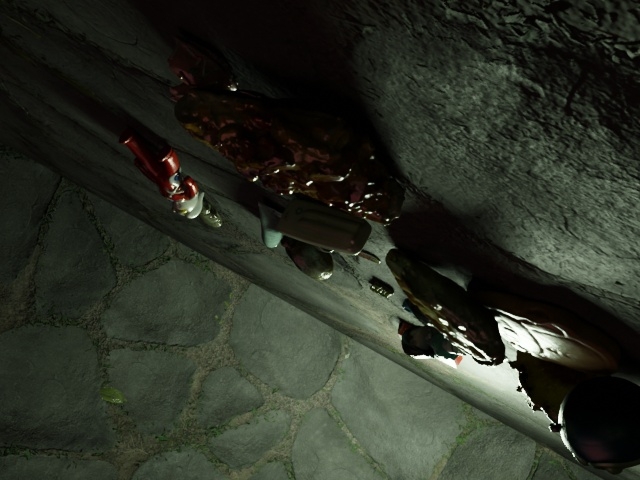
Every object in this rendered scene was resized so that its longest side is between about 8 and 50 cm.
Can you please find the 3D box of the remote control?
[{"bbox_3d":[0.003,-0.033,1.504,0.230,0.090,0.049,17,162,40],"label":"remote control"}]

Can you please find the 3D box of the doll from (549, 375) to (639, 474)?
[{"bbox_3d":[0.636,0.370,1.424,0.322,0.186,0.198,-14,-172,20],"label":"doll"}]

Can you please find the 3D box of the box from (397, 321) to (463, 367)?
[{"bbox_3d":[0.375,0.360,2.396,0.229,0.050,0.123,24,166,24],"label":"box"}]

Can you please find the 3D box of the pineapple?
[{"bbox_3d":[0.601,0.383,1.711,0.335,0.161,0.158,17,166,36],"label":"pineapple"}]

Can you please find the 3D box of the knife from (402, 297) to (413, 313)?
[{"bbox_3d":[0.311,0.186,1.879,0.058,0.032,0.244,47,156,-26],"label":"knife"}]

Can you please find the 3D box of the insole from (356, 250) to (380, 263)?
[{"bbox_3d":[0.073,0.024,1.785,0.193,0.006,0.065,21,166,35],"label":"insole"}]

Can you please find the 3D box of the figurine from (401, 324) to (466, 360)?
[{"bbox_3d":[0.358,0.321,2.149,0.138,0.110,0.246,15,170,-32],"label":"figurine"}]

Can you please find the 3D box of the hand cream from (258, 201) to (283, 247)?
[{"bbox_3d":[-0.133,-0.036,1.884,0.085,0.058,0.331,30,168,3],"label":"hand cream"}]

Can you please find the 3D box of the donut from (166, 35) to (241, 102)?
[{"bbox_3d":[-0.182,-0.247,1.095,0.117,0.065,0.166,26,169,5],"label":"donut"}]

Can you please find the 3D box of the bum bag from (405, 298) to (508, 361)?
[{"bbox_3d":[0.348,0.220,1.789,0.310,0.074,0.137,26,154,28],"label":"bum bag"}]

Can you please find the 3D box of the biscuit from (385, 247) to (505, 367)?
[{"bbox_3d":[0.269,0.143,1.527,0.335,0.078,0.329,48,172,-11],"label":"biscuit"}]

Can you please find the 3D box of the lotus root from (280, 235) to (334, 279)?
[{"bbox_3d":[-0.038,0.037,1.880,0.192,0.088,0.113,40,-168,-40],"label":"lotus root"}]

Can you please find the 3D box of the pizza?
[{"bbox_3d":[-0.024,-0.127,1.073,0.409,0.113,0.278,23,169,-29],"label":"pizza"}]

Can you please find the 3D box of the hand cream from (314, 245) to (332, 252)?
[{"bbox_3d":[0.000,0.000,1.757,0.087,0.054,0.186,45,171,-12],"label":"hand cream"}]

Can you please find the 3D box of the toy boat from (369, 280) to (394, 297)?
[{"bbox_3d":[0.178,0.144,2.020,0.063,0.016,0.115,28,168,2],"label":"toy boat"}]

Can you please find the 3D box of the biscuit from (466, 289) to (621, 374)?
[{"bbox_3d":[0.473,0.203,1.496,0.351,0.057,0.312,15,161,48],"label":"biscuit"}]

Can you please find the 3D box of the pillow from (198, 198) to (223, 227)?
[{"bbox_3d":[-0.357,-0.082,2.227,0.093,0.051,0.241,33,168,7],"label":"pillow"}]

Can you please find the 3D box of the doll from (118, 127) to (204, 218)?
[{"bbox_3d":[-0.418,-0.170,1.922,0.188,0.099,0.384,24,164,20],"label":"doll"}]
